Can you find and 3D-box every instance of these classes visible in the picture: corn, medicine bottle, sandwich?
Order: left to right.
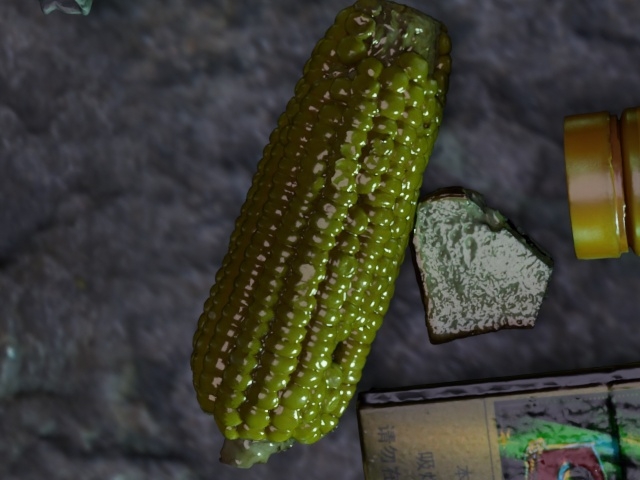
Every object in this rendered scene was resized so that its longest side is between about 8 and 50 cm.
[{"bbox_3d":[0.000,0.000,1.020,0.119,0.119,0.321,22,92,10],"label":"corn"},{"bbox_3d":[0.105,0.012,1.036,0.093,0.036,0.104,-15,90,14],"label":"sandwich"},{"bbox_3d":[0.250,-0.041,0.970,0.192,0.096,0.096,-6,93,13],"label":"medicine bottle"}]

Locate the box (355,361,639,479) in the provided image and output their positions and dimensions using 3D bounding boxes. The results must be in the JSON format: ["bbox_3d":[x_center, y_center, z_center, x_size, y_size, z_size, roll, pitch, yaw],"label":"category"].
[{"bbox_3d":[0.151,0.161,1.022,0.240,0.071,0.159,-8,91,13],"label":"box"}]

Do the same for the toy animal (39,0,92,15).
[{"bbox_3d":[-0.144,-0.339,1.003,0.258,0.194,0.357,28,84,32],"label":"toy animal"}]
